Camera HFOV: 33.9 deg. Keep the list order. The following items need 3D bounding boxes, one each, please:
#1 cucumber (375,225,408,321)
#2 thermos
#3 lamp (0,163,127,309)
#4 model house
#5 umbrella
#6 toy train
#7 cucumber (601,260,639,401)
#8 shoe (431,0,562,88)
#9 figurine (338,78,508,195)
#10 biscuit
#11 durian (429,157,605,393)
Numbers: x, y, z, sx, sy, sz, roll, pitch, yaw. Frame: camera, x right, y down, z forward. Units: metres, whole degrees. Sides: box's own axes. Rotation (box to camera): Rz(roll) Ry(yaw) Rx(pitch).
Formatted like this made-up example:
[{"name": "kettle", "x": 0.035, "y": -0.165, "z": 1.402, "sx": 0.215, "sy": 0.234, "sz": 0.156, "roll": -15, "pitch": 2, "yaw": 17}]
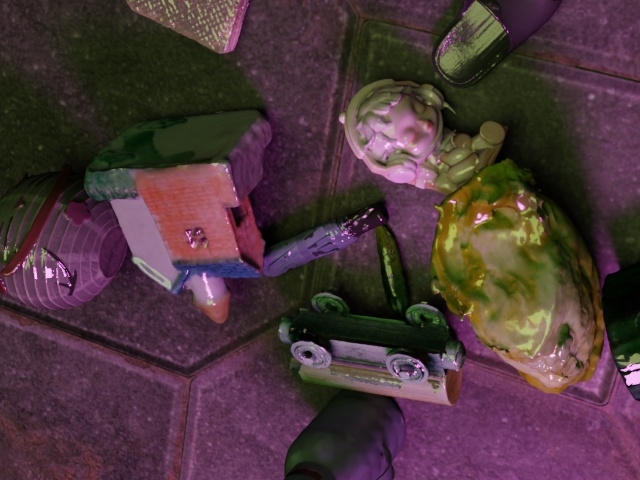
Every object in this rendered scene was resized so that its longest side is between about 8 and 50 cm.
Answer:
[{"name": "cucumber", "x": 0.113, "y": 0.055, "z": 1.642, "sx": 0.039, "sy": 0.039, "sz": 0.167, "roll": -7, "pitch": 102, "yaw": 27}, {"name": "thermos", "x": 0.037, "y": 0.347, "z": 1.634, "sx": 0.182, "sy": 0.286, "sz": 0.144, "roll": -4, "pitch": 106, "yaw": 25}, {"name": "lamp", "x": -0.447, "y": 0.000, "z": 1.748, "sx": 0.233, "sy": 0.265, "sz": 0.233, "roll": 10, "pitch": 137, "yaw": 9}, {"name": "model house", "x": -0.191, "y": -0.022, "z": 1.700, "sx": 0.267, "sy": 0.194, "sz": 0.324, "roll": -2, "pitch": 120, "yaw": 23}, {"name": "umbrella", "x": 0.001, "y": 0.002, "z": 1.666, "sx": 0.250, "sy": 0.052, "sz": 0.053, "roll": -22, "pitch": 96, "yaw": 30}, {"name": "toy train", "x": 0.080, "y": 0.187, "z": 1.639, "sx": 0.308, "sy": 0.126, "sz": 0.189, "roll": 5, "pitch": 129, "yaw": 23}, {"name": "cucumber", "x": 0.462, "y": 0.121, "z": 1.426, "sx": 0.130, "sy": 0.191, "sz": 0.191, "roll": -26, "pitch": 95, "yaw": 21}, {"name": "shoe", "x": 0.237, "y": -0.303, "z": 1.432, "sx": 0.108, "sy": 0.093, "sz": 0.241, "roll": 45, "pitch": 121, "yaw": 7}, {"name": "figurine", "x": 0.138, "y": -0.150, "z": 1.497, "sx": 0.237, "sy": 0.162, "sz": 0.141, "roll": 28, "pitch": 154, "yaw": 9}, {"name": "biscuit", "x": -0.227, "y": -0.408, "z": 1.633, "sx": 0.252, "sy": 0.052, "sz": 0.150, "roll": 29, "pitch": 117, "yaw": 14}, {"name": "durian", "x": 0.280, "y": 0.069, "z": 1.445, "sx": 0.205, "sy": 0.340, "sz": 0.255, "roll": -16, "pitch": 60, "yaw": 24}]
